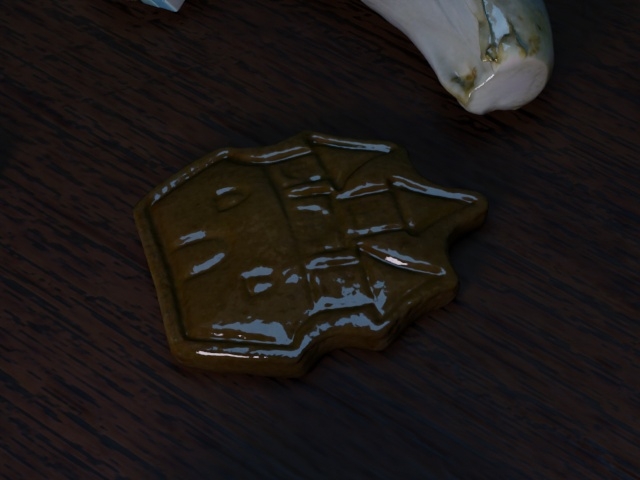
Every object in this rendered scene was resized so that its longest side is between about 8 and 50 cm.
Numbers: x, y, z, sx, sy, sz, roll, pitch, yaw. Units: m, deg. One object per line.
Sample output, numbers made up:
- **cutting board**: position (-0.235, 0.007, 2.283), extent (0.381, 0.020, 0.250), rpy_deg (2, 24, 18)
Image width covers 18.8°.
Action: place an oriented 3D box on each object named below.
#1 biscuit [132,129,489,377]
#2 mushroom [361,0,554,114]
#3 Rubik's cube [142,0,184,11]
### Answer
- **biscuit**: position (0.000, -0.002, 1.193), extent (0.215, 0.034, 0.182), rpy_deg (-14, 50, -7)
- **mushroom**: position (0.030, -0.203, 1.330), extent (0.123, 0.095, 0.351), rpy_deg (-41, 56, -17)
- **Rubik's cube**: position (-0.120, -0.198, 1.351), extent (0.084, 0.073, 0.075), rpy_deg (-48, 43, 5)
